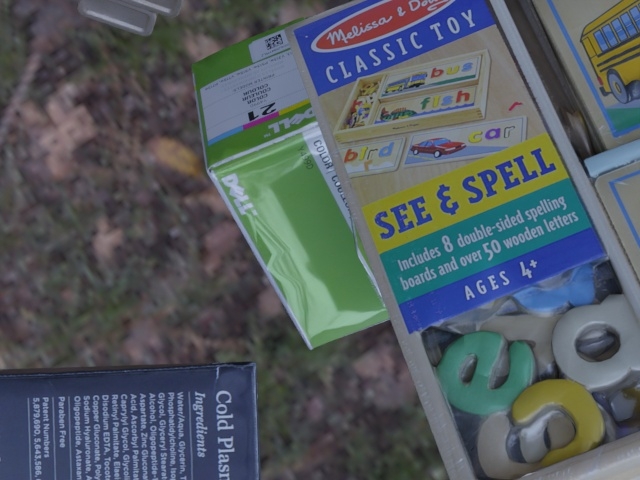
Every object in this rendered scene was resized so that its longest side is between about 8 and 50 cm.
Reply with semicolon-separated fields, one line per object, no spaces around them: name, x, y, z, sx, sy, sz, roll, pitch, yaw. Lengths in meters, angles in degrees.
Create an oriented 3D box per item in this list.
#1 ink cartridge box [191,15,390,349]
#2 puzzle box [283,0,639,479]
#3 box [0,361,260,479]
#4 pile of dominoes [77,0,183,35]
ink cartridge box;0.000;0.000;1.349;0.097;0.255;0.189;-21;130;9
puzzle box;0.210;-0.058;0.818;0.409;0.272;0.052;-22;142;2
box;-0.199;0.180;1.433;0.312;0.179;0.343;-3;177;-2
pile of dominoes;-0.132;-0.251;1.395;0.196;0.040;0.251;36;137;-26
